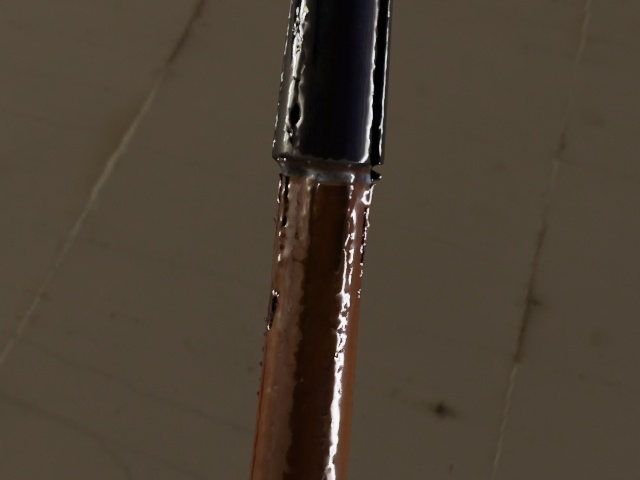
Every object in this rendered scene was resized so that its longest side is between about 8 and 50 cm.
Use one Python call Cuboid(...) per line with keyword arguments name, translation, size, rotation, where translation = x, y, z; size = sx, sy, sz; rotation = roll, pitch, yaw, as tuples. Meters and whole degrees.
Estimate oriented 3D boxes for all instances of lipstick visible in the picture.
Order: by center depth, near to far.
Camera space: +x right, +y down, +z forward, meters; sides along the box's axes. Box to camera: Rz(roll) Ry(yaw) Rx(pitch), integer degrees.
Cuboid(name="lipstick", translation=(0.000, 0.000, 0.937), size=(0.077, 0.419, 0.077), rotation=(6, -177, 0))
